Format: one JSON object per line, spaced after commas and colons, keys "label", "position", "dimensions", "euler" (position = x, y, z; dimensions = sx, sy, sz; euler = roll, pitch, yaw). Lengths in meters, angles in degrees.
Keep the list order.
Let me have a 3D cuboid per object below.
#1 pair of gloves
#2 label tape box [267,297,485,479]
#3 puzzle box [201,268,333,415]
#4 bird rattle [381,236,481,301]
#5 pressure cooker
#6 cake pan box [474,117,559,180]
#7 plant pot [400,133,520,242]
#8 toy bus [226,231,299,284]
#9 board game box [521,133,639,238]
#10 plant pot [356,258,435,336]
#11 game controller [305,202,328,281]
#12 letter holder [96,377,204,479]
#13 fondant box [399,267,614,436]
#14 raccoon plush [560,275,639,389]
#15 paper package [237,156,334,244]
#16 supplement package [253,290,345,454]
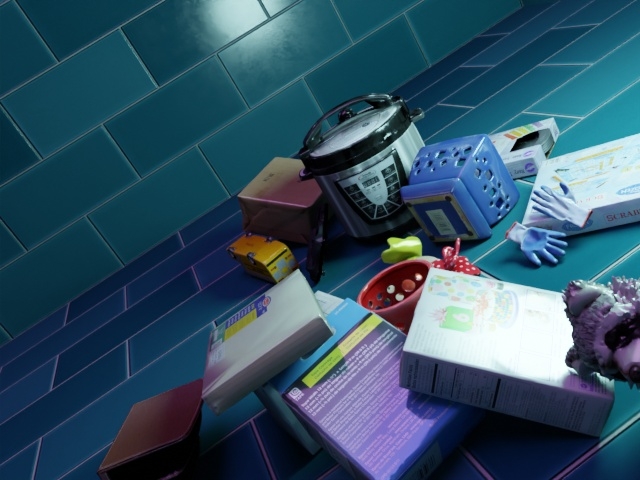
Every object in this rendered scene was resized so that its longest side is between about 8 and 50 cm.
{"label": "pair of gloves", "position": [0.531, -0.042, 1.493], "dimensions": [0.159, 0.023, 0.198], "euler": [37, 98, 44]}
{"label": "label tape box", "position": [0.093, 0.292, 1.207], "dimensions": [0.249, 0.115, 0.348], "euler": [-40, 44, -20]}
{"label": "puzzle box", "position": [-0.122, 0.197, 1.377], "dimensions": [0.272, 0.052, 0.409], "euler": [-36, 12, 0]}
{"label": "bird rattle", "position": [0.263, 0.096, 1.623], "dimensions": [0.253, 0.143, 0.207], "euler": [17, 63, 46]}
{"label": "pressure cooker", "position": [0.153, -0.246, 2.046], "dimensions": [0.375, 0.420, 0.370], "euler": [-2, 35, 51]}
{"label": "cake pan box", "position": [0.593, -0.269, 1.994], "dimensions": [0.267, 0.070, 0.245], "euler": [-10, 32, 42]}
{"label": "plant pot", "position": [0.373, -0.126, 1.765], "dimensions": [0.236, 0.236, 0.212], "euler": [-5, 40, 48]}
{"label": "toy bus", "position": [-0.210, 0.059, 2.257], "dimensions": [0.108, 0.130, 0.333], "euler": [-41, 23, -20]}
{"label": "board game box", "position": [0.684, -0.137, 1.578], "dimensions": [0.319, 0.066, 0.318], "euler": [-15, 27, 37]}
{"label": "plant pot", "position": [0.200, 0.162, 1.423], "dimensions": [0.191, 0.174, 0.191], "euler": [-27, 23, 12]}
{"label": "game controller", "position": [0.000, 0.000, 2.086], "dimensions": [0.319, 0.067, 0.166], "euler": [-86, 12, -64]}
{"label": "letter holder", "position": [-0.335, 0.463, 1.455], "dimensions": [0.214, 0.152, 0.302], "euler": [-24, 12, 2]}
{"label": "fondant box", "position": [0.325, 0.181, 1.119], "dimensions": [0.330, 0.096, 0.238], "euler": [12, 37, 15]}
{"label": "raccoon plush", "position": [0.567, 0.112, 1.006], "dimensions": [0.299, 0.216, 0.446], "euler": [1, 8, 35]}
{"label": "paper package", "position": [-0.105, -0.159, 2.406], "dimensions": [0.309, 0.168, 0.325], "euler": [10, 39, 20]}
{"label": "supplement package", "position": [-0.011, 0.279, 1.410], "dimensions": [0.263, 0.199, 0.198], "euler": [-39, 21, -18]}
